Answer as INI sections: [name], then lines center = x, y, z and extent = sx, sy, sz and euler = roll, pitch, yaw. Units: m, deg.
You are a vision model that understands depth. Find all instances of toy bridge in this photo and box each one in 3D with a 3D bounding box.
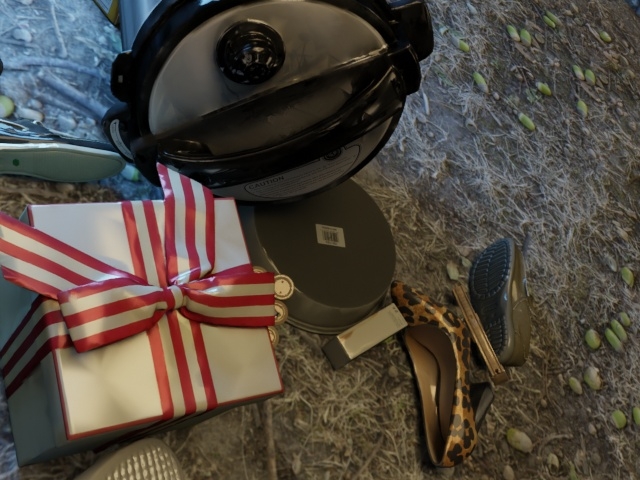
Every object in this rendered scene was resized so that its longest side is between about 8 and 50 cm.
[toy bridge]
center = 0.250, 0.140, 1.152
extent = 0.063, 0.026, 0.188
euler = 56, 12, -45

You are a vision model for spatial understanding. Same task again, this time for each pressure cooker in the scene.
[pressure cooker]
center = -0.086, -0.250, 0.956
extent = 0.376, 0.370, 0.420
euler = 13, 42, -32

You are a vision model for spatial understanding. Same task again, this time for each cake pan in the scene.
[cake pan]
center = 0.000, 0.000, 1.107
extent = 0.293, 0.054, 0.293
euler = 17, 55, -25

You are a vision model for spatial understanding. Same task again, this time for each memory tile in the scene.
[memory tile]
center = -0.103, 0.103, 0.966
extent = 0.113, 0.012, 0.148
euler = 21, 70, -12

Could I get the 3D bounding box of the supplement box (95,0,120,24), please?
[supplement box]
center = -0.362, -0.461, 1.135
extent = 0.233, 0.080, 0.078
euler = 51, 50, 1

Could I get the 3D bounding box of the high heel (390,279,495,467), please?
[high heel]
center = 0.158, 0.196, 1.060
extent = 0.261, 0.093, 0.186
euler = 54, 41, -6

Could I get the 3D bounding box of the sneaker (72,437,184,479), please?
[sneaker]
center = -0.271, 0.324, 0.668
extent = 0.135, 0.150, 0.366
euler = 67, 30, -16

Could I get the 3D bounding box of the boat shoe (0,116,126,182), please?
[boat shoe]
center = -0.367, -0.126, 0.920
extent = 0.233, 0.084, 0.079
euler = 4, 61, -28

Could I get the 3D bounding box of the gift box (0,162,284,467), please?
[gift box]
center = -0.215, 0.077, 0.763
extent = 0.255, 0.258, 0.276
euler = -10, 76, -38

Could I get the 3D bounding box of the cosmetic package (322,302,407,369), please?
[cosmetic package]
center = 0.065, 0.141, 1.048
extent = 0.115, 0.060, 0.041
euler = -25, 77, -33

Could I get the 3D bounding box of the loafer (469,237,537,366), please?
[loafer]
center = 0.319, 0.111, 1.238
extent = 0.087, 0.094, 0.251
euler = 32, 53, -29

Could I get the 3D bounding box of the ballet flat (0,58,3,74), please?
[ballet flat]
center = -0.502, -0.221, 0.924
extent = 0.173, 0.049, 0.057
euler = -11, 112, -36
